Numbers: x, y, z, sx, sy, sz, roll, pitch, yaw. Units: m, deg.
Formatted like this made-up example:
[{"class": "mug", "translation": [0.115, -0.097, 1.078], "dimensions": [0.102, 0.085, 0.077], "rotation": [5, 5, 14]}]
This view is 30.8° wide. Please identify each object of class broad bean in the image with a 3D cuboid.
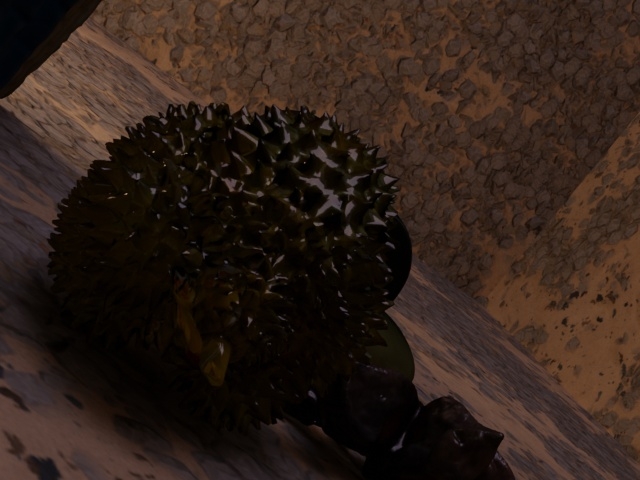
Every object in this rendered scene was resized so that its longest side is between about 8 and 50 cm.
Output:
[{"class": "broad bean", "translation": [0.016, 0.093, 1.305], "dimensions": [0.189, 0.121, 0.263], "rotation": [37, -10, 37]}]

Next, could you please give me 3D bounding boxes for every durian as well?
[{"class": "durian", "translation": [-0.069, 0.006, 0.858], "dimensions": [0.258, 0.258, 0.293], "rotation": [41, 27, 24]}]

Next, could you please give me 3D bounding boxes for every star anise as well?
[{"class": "star anise", "translation": [0.069, 0.172, 1.000], "dimensions": [0.214, 0.099, 0.220], "rotation": [40, -16, -36]}]

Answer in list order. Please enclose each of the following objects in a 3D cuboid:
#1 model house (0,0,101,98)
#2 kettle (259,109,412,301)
[{"class": "model house", "translation": [-0.379, -0.391, 1.098], "dimensions": [0.445, 0.395, 0.400], "rotation": [43, 8, -9]}, {"class": "kettle", "translation": [-0.014, -0.002, 1.571], "dimensions": [0.203, 0.262, 0.308], "rotation": [-2, 27, -19]}]
